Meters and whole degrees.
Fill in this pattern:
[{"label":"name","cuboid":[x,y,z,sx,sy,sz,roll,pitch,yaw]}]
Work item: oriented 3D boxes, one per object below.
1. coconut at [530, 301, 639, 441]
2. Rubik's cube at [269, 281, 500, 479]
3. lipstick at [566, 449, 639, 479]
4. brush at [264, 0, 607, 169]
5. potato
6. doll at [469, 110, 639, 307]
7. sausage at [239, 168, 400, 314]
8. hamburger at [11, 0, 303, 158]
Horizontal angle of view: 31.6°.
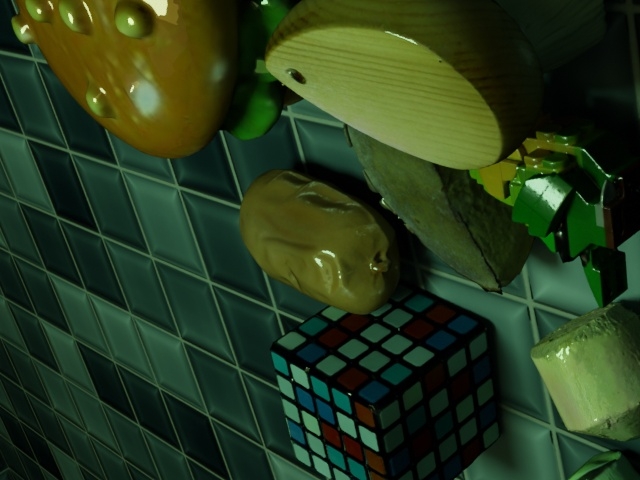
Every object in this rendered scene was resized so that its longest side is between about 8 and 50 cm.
[{"label":"coconut","cuboid":[0.268,0.129,1.052,0.122,0.116,0.116,62,150,3]},{"label":"Rubik's cube","cuboid":[0.078,0.176,1.302,0.187,0.184,0.182,23,135,42]},{"label":"lipstick","cuboid":[0.368,0.351,1.155,0.304,0.076,0.076,52,150,7]},{"label":"brush","cuboid":[0.083,-0.178,0.928,0.266,0.166,0.174,18,154,36]},{"label":"potato","cuboid":[0.115,-0.072,1.105,0.138,0.098,0.243,9,135,59]},{"label":"doll","cuboid":[0.206,-0.049,0.979,0.186,0.106,0.134,42,146,24]},{"label":"sausage","cuboid":[0.000,0.001,1.314,0.241,0.120,0.136,26,145,42]},{"label":"hamburger","cuboid":[-0.154,-0.269,1.132,0.395,0.277,0.396,37,144,33]}]
